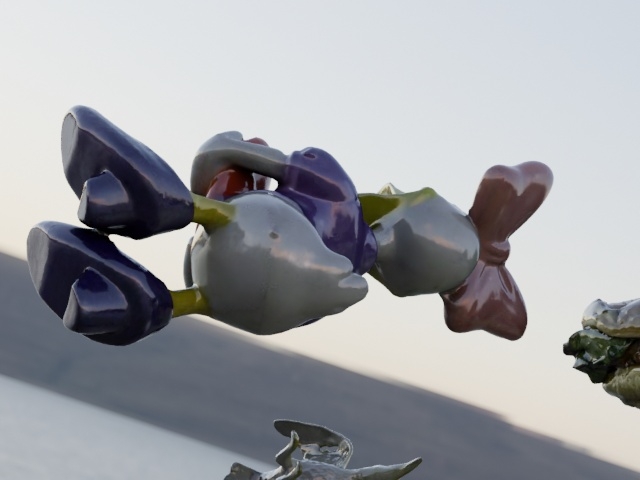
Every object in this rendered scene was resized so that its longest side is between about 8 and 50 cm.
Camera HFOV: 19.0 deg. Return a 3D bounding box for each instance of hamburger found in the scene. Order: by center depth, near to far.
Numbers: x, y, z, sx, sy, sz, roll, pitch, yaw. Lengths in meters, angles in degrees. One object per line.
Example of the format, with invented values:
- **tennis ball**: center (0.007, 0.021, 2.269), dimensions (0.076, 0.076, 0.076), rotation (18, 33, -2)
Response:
- **hamburger**: center (0.321, 0.078, 1.583), dimensions (0.206, 0.129, 0.183), rotation (7, 5, 42)

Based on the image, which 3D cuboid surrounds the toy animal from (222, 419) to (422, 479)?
- **toy animal**: center (0.002, 0.200, 1.561), dimensions (0.155, 0.219, 0.095), rotation (-33, -49, 32)

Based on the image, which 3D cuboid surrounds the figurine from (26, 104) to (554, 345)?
- **figurine**: center (-0.006, -0.001, 1.370), dimensions (0.193, 0.154, 0.421), rotation (20, 15, 40)
